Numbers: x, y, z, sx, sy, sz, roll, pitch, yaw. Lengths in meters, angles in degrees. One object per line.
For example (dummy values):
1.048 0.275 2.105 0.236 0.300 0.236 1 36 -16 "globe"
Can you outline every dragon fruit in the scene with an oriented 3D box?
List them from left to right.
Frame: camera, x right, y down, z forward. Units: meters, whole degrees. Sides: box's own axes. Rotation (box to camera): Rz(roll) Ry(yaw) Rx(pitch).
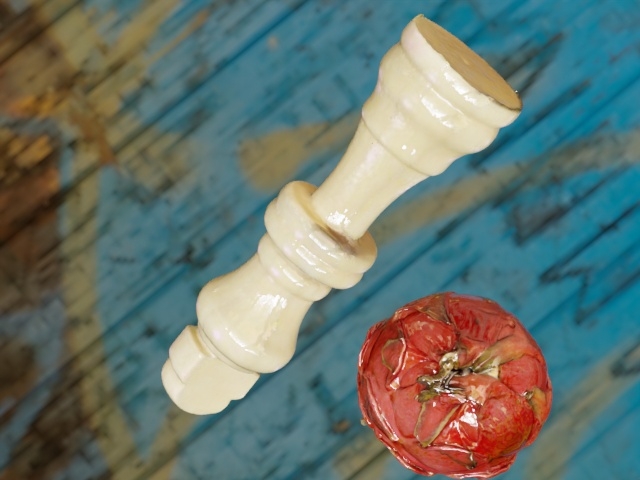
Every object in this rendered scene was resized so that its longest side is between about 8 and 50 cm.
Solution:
0.118 0.129 1.410 0.172 0.172 0.209 51 162 -1 "dragon fruit"

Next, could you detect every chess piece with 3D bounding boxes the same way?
0.000 0.000 1.338 0.117 0.397 0.117 35 -160 -14 "chess piece"
